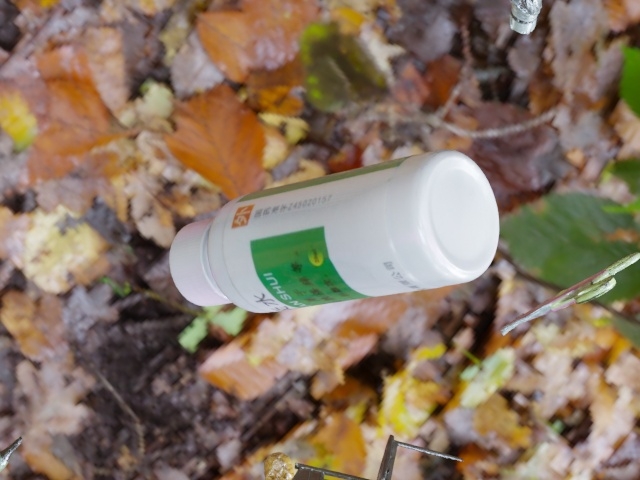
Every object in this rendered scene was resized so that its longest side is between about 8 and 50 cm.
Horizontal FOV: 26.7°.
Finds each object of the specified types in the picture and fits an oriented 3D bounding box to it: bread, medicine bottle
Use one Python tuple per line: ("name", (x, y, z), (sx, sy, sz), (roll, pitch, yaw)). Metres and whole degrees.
("bread", (-0.056, 0.400, 2.055), (0.044, 0.157, 0.052), (-14, 163, 16))
("medicine bottle", (0.000, 0.000, 0.971), (0.095, 0.260, 0.095), (10, 77, -46))

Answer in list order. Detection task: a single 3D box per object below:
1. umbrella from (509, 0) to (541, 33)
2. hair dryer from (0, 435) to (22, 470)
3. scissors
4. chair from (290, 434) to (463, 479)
("umbrella", (0.235, -0.303, 1.530), (0.188, 0.046, 0.050), (90, 22, -58))
("hair dryer", (-0.389, 0.273, 1.525), (0.150, 0.071, 0.047), (-42, 173, 5))
("scissors", (0.305, 0.070, 1.674), (0.187, 0.020, 0.133), (-32, 179, 36))
("chair", (0.025, 0.118, 0.657), (0.086, 0.037, 0.042), (9, 127, 5))
